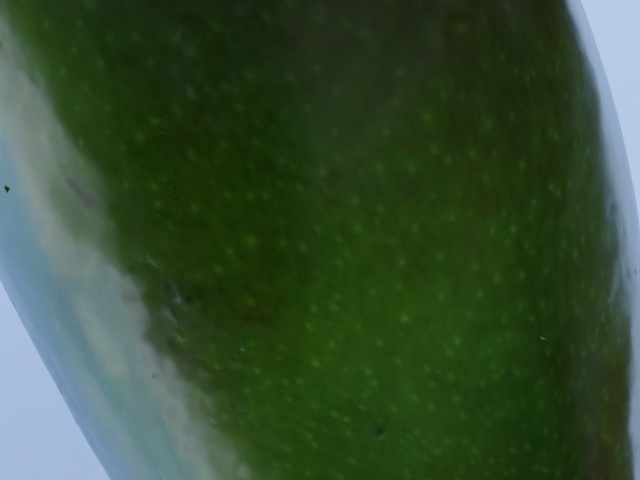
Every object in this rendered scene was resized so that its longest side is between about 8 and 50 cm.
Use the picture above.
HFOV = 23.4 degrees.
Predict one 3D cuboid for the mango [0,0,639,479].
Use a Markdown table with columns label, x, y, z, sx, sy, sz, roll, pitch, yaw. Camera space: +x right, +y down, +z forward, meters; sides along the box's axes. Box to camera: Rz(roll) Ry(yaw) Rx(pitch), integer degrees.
| label | x | y | z | sx | sy | sz | roll | pitch | yaw |
| --- | --- | --- | --- | --- | --- | --- | --- | --- | --- |
| mango | 0.000 | 0.000 | 0.499 | 0.201 | 0.225 | 0.382 | -16 | -98 | -43 |
